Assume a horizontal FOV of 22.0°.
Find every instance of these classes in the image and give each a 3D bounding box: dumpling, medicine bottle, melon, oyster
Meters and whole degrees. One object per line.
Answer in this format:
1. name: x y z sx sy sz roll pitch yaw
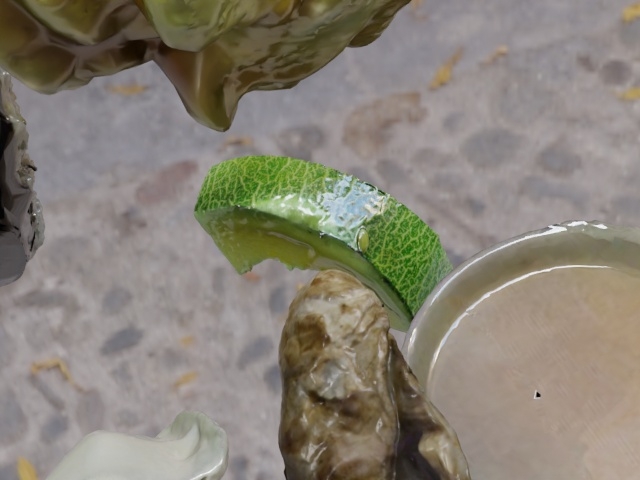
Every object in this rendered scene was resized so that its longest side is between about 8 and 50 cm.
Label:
1. dumpling: -0.178 0.225 1.364 0.252 0.131 0.179 -40 21 1
2. medicine bottle: 0.200 0.200 1.191 0.236 0.406 0.235 -7 51 8
3. melon: 0.000 0.000 1.298 0.210 0.118 0.064 17 56 17
4. oyster: 0.054 0.158 0.967 0.094 0.166 0.294 -11 39 -30

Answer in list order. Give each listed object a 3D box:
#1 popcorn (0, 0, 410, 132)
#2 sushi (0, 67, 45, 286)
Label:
1. popcorn: -0.057 -0.211 0.595 0.321 0.326 0.290 40 57 -23
2. sushi: -0.415 -0.103 1.497 0.285 0.328 0.328 -14 72 -11
